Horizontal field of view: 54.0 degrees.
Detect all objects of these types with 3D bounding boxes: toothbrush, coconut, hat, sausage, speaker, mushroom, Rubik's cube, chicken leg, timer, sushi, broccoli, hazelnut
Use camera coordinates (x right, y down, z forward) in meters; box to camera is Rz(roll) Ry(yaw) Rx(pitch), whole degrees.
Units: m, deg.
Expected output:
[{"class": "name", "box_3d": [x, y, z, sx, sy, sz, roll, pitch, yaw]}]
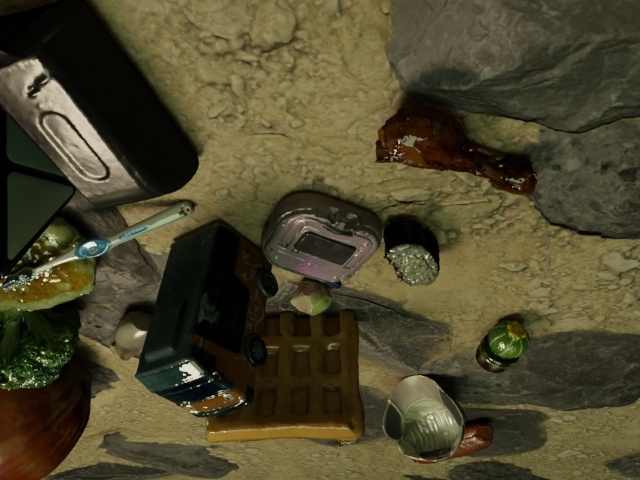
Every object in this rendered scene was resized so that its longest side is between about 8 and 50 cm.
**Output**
[{"class": "toothbrush", "box_3d": [-0.413, 0.008, 1.168, 0.386, 0.040, 0.040, -23, 141, 0]}, {"class": "coconut", "box_3d": [-0.016, 0.121, 1.340, 0.082, 0.081, 0.083, 31, 167, 22]}, {"class": "hat", "box_3d": [0.293, 0.490, 1.766, 0.232, 0.161, 0.275, -21, 115, 13]}, {"class": "sausage", "box_3d": [0.408, 0.651, 2.012, 0.102, 0.102, 0.330, 29, 137, -30]}, {"class": "speaker", "box_3d": [-0.347, -0.162, 0.890, 0.180, 0.184, 0.388, -10, 143, 17]}, {"class": "mushroom", "box_3d": [-0.450, 0.237, 1.520, 0.116, 0.093, 0.225, 6, 144, -41]}, {"class": "Rubik's cube", "box_3d": [-0.555, -0.089, 0.912, 0.248, 0.250, 0.246, -9, 125, 21]}, {"class": "chicken leg", "box_3d": [0.218, -0.131, 0.978, 0.304, 0.093, 0.113, 16, 160, -29]}, {"class": "timer", "box_3d": [0.000, 0.000, 1.180, 0.208, 0.069, 0.191, 18, 139, -17]}, {"class": "sushi", "box_3d": [0.175, 0.023, 1.186, 0.090, 0.078, 0.150, -22, 136, 22]}, {"class": "broccoli", "box_3d": [-0.656, 0.201, 1.398, 0.270, 0.270, 0.270, -1, 112, 7]}, {"class": "hazelnut", "box_3d": [-0.800, 0.450, 1.601, 0.402, 0.402, 0.429, 2, 138, 2]}]

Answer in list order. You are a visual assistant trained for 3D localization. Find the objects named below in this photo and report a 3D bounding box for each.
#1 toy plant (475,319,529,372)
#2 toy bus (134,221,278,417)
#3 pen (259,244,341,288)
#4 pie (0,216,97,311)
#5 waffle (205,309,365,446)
[{"class": "toy plant", "box_3d": [0.425, 0.242, 1.453, 0.093, 0.092, 0.162, 9, 144, -7]}, {"class": "toy bus", "box_3d": [-0.207, 0.144, 1.180, 0.162, 0.323, 0.194, -22, 134, 30]}, {"class": "pen", "box_3d": [-0.037, 0.055, 1.291, 0.204, 0.025, 0.025, 29, 137, -30]}, {"class": "pie", "box_3d": [-0.587, 0.049, 1.239, 0.274, 0.105, 0.257, 5, 127, -18]}, {"class": "waffle", "box_3d": [-0.078, 0.301, 1.401, 0.348, 0.304, 0.077, -2, 143, 5]}]
